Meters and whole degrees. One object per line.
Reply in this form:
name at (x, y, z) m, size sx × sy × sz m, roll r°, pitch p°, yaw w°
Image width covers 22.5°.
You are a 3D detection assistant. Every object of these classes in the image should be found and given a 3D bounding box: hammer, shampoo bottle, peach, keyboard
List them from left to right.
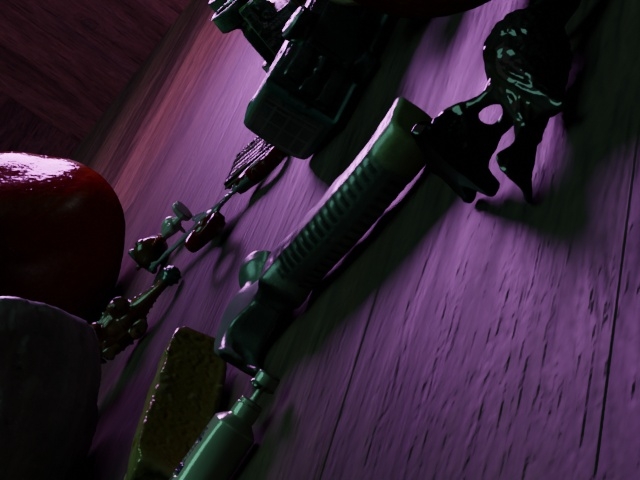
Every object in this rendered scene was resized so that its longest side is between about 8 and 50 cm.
peach at (-0.361, 0.007, 2.006) m, size 0.245 × 0.248 × 0.274 m, roll -27°, pitch 17°, yaw 0°
shampoo bottle at (-0.071, 0.143, 1.038) m, size 0.141 × 0.034 × 0.049 m, roll -55°, pitch 5°, yaw -5°
keyboard at (-0.067, -0.092, 1.678) m, size 0.049 × 0.015 × 0.129 m, roll -61°, pitch 14°, yaw -27°
hammer at (0.000, 0.000, 1.130) m, size 0.226 × 0.041 × 0.158 m, roll -48°, pitch 14°, yaw 28°

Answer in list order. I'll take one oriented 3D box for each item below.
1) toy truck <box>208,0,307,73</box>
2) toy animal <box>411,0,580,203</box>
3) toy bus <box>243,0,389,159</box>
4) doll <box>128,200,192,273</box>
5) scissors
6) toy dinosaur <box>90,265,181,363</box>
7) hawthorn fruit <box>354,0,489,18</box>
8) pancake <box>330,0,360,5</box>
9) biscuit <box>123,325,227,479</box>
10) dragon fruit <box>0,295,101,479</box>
toy truck at (-0.040, -0.258, 1.784) m, size 0.135 × 0.128 × 0.259 m, roll -38°, pitch 15°, yaw 10°
toy animal at (0.120, -0.096, 0.927) m, size 0.105 × 0.070 × 0.202 m, roll -16°, pitch 36°, yaw 50°
toy bus at (0.013, -0.195, 1.498) m, size 0.109 × 0.091 × 0.261 m, roll -51°, pitch 9°, yaw 49°
doll at (-0.178, -0.002, 1.816) m, size 0.085 × 0.040 × 0.058 m, roll -46°, pitch 5°, yaw 37°
scissors at (-0.116, -0.024, 1.643) m, size 0.144 × 0.017 × 0.248 m, roll -50°, pitch 9°, yaw -24°
toy dinosaur at (-0.200, 0.083, 1.645) m, size 0.154 × 0.049 × 0.055 m, roll -44°, pitch -3°, yaw -1°
hawthorn fruit at (0.085, -0.295, 1.133) m, size 0.284 × 0.284 × 0.284 m, roll -51°, pitch 13°, yaw 17°
pancake at (0.072, -0.250, 1.409) m, size 0.158 × 0.028 × 0.158 m, roll -21°, pitch 33°, yaw 14°
biscuit at (-0.105, 0.131, 1.160) m, size 0.188 × 0.052 × 0.056 m, roll -78°, pitch 13°, yaw -63°
dragon fruit at (-0.313, 0.194, 1.472) m, size 0.283 × 0.204 × 0.221 m, roll -27°, pitch 55°, yaw 33°
